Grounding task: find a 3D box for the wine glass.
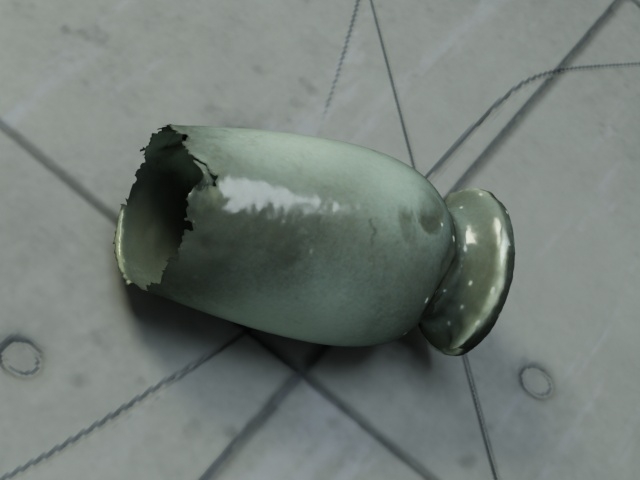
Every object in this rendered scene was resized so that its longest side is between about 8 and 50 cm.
[{"bbox_3d":[0.000,0.000,0.941,0.204,0.111,0.111,13,49,-26],"label":"wine glass"}]
